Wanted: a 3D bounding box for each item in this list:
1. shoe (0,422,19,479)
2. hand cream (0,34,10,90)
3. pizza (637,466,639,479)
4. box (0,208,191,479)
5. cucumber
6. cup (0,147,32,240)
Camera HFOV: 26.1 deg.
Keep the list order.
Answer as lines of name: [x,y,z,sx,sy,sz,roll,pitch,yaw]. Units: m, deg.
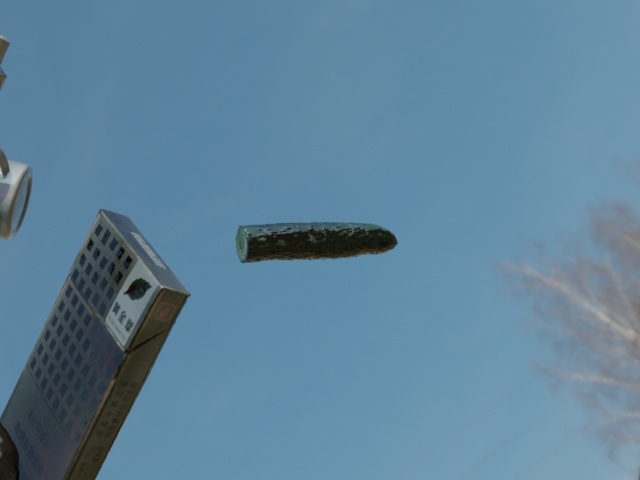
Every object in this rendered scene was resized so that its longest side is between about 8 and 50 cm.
shoe: [-0.504,0.244,1.393,0.384,0.171,0.237,12,-66,-11]
hand cream: [-0.423,-0.121,1.532,0.257,0.050,0.084,-51,-47,6]
pizza: [0.301,0.250,0.989,0.268,0.087,0.257,12,-80,-30]
box: [-0.262,0.147,1.522,0.047,0.180,0.324,15,-71,-38]
cucumber: [0.000,0.000,1.100,0.133,0.032,0.032,-3,-51,-20]
cup: [-0.429,-0.067,1.677,0.136,0.133,0.099,109,176,-73]
